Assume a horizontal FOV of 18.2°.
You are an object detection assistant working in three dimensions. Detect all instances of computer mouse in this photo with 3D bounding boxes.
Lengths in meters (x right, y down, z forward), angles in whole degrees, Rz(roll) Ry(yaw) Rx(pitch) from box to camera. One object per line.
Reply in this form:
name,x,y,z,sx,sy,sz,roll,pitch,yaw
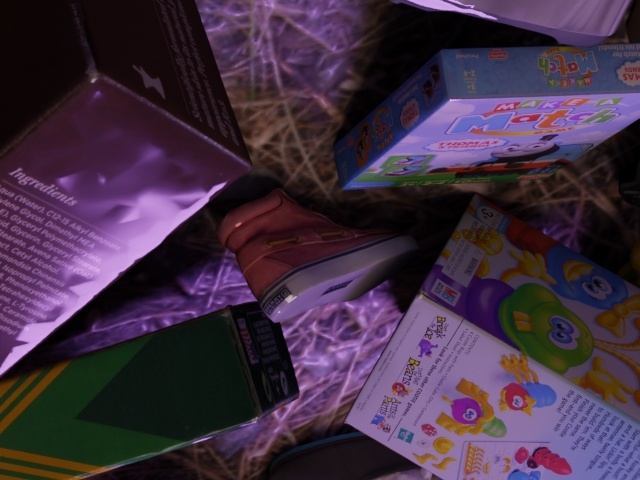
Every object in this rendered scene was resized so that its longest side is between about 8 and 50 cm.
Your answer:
computer mouse,0.249,-0.064,1.396,0.071,0.041,0.242,3,169,4

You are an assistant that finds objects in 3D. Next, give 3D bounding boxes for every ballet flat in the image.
ballet flat,0.099,0.200,1.650,0.280,0.096,0.095,-9,140,-13

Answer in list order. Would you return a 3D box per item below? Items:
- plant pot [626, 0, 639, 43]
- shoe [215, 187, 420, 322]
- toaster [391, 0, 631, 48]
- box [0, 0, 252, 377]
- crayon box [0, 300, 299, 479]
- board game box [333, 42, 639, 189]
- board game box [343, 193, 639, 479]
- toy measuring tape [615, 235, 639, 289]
plant pot,0.269,-0.136,1.344,0.109,0.109,0.096,7,146,-29
shoe,0.000,0.000,1.414,0.063,0.081,0.178,-44,164,32
toaster,0.109,-0.214,1.170,0.227,0.129,0.146,10,127,-29
box,-0.237,-0.022,1.193,0.381,0.191,0.143,-39,137,23
crayon box,-0.184,0.127,1.370,0.318,0.081,0.202,-18,178,7
board game box,0.117,-0.080,1.313,0.160,0.039,0.211,-4,167,-18
board game box,0.183,0.116,1.449,0.275,0.142,0.144,31,129,3
toy measuring tape,0.252,0.123,1.593,0.121,0.121,0.330,-7,126,-15
